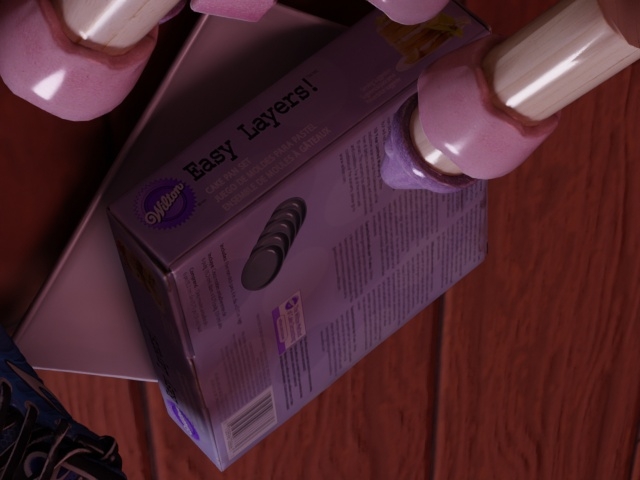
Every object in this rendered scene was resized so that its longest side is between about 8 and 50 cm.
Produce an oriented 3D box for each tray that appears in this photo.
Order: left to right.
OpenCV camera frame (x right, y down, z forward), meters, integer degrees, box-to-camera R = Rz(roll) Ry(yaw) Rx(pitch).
[{"bbox_3d":[-0.082,-0.030,1.042,0.145,0.030,0.270,11,118,-48],"label":"tray"}]

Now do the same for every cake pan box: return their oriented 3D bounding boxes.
[{"bbox_3d":[0.000,0.000,1.066,0.246,0.070,0.267,-37,152,-16],"label":"cake pan box"}]

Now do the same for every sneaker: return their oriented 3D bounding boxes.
[{"bbox_3d":[-0.177,0.107,0.944,0.130,0.147,0.330,-52,134,-28],"label":"sneaker"}]

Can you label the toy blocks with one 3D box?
[{"bbox_3d":[-0.035,-0.177,0.830,0.288,0.309,0.260,7,155,-32],"label":"toy blocks"}]
